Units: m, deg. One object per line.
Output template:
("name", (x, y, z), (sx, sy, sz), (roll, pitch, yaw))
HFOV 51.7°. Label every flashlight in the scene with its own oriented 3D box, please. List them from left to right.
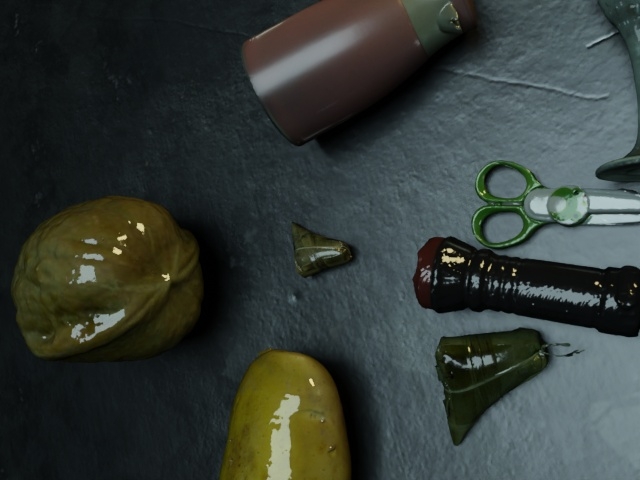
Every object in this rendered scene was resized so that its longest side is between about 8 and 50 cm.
("flashlight", (0.219, 0.051, 0.698), (0.232, 0.093, 0.093), (9, 89, 25))

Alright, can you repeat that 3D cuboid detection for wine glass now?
("wine glass", (0.401, -0.221, 0.650), (0.264, 0.096, 0.310), (-1, 82, 6))

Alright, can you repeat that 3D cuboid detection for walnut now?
("walnut", (-0.295, 0.057, 0.905), (0.283, 0.283, 0.227), (-12, 119, 28))

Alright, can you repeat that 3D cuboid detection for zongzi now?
("zongzi", (0.000, 0.000, 0.857), (0.076, 0.040, 0.083), (-20, 57, 20))
("zongzi", (0.209, 0.160, 0.718), (0.154, 0.062, 0.130), (-9, 101, 13))

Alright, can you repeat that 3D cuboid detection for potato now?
("potato", (-0.047, 0.284, 0.787), (0.173, 0.140, 0.300), (3, 80, 37))

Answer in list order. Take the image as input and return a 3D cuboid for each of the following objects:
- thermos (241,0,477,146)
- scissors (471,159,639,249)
("thermos", (0.052, -0.246, 0.801), (0.265, 0.146, 0.176), (-26, 47, 17))
("scissors", (0.264, -0.035, 0.708), (0.204, 0.027, 0.101), (5, 88, 32))
